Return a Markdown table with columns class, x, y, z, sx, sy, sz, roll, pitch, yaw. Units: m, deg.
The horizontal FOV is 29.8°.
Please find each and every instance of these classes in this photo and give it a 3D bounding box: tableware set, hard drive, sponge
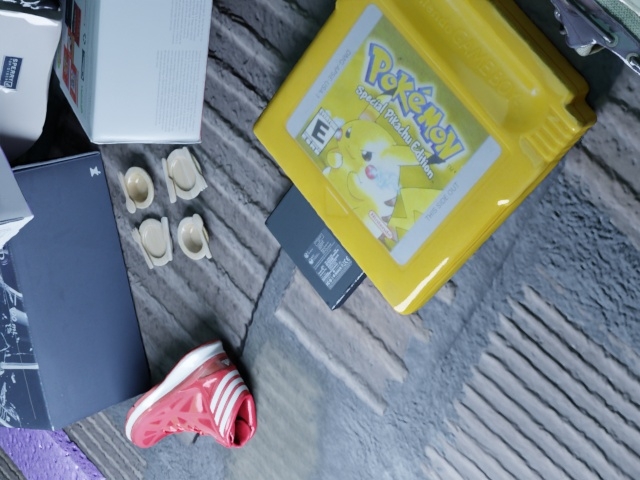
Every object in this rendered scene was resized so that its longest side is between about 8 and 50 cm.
| class | x | y | z | sx | sy | sz | roll | pitch | yaw |
| --- | --- | --- | --- | --- | --- | --- | --- | --- | --- |
| tableware set | -0.195 | -0.039 | 1.533 | 0.169 | 0.020 | 0.141 | -12 | 96 | 42 |
| hard drive | 0.000 | 0.000 | 1.372 | 0.135 | 0.022 | 0.094 | 52 | 130 | 16 |
| sponge | -0.417 | 0.330 | 1.836 | 0.210 | 0.031 | 0.117 | 43 | 128 | 23 |

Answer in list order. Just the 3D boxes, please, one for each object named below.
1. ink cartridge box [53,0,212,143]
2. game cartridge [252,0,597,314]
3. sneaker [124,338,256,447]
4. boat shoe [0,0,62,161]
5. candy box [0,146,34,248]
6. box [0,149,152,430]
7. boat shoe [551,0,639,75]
| class | x | y | z | sx | sy | sz | roll | pitch | yaw |
| --- | --- | --- | --- | --- | --- | --- | --- | --- | --- |
| ink cartridge box | -0.217 | -0.300 | 1.366 | 0.272 | 0.130 | 0.309 | -131 | 44 | -56 |
| game cartridge | 0.093 | -0.126 | 1.232 | 0.285 | 0.053 | 0.323 | 51 | 131 | 16 |
| sneaker | -0.166 | 0.237 | 1.551 | 0.128 | 0.087 | 0.221 | 53 | 132 | 17 |
| boat shoe | -0.397 | -0.243 | 1.511 | 0.340 | 0.127 | 0.158 | -50 | 41 | 47 |
| candy box | -0.459 | -0.050 | 1.486 | 0.196 | 0.070 | 0.164 | -36 | 77 | 39 |
| box | -0.430 | 0.068 | 1.664 | 0.313 | 0.179 | 0.343 | -5 | 100 | 41 |
| boat shoe | 0.248 | -0.199 | 1.041 | 0.285 | 0.103 | 0.092 | 38 | 121 | 19 |
